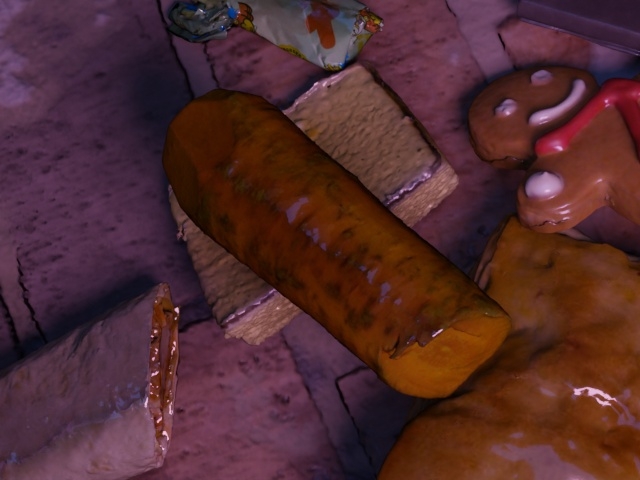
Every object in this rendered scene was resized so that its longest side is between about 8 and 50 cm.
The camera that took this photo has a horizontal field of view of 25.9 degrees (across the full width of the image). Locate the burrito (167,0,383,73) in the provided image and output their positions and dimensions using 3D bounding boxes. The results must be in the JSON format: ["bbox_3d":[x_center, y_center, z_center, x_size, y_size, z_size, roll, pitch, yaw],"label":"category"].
[{"bbox_3d":[-0.082,-0.222,1.292,0.288,0.054,0.104,28,86,15],"label":"burrito"}]

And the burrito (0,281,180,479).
[{"bbox_3d":[-0.238,0.161,1.207,0.299,0.105,0.143,-27,69,6],"label":"burrito"}]

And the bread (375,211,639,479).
[{"bbox_3d":[0.200,0.180,1.068,0.314,0.191,0.370,25,82,17],"label":"bread"}]

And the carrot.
[{"bbox_3d":[0.000,0.000,1.051,0.302,0.114,0.114,42,88,24],"label":"carrot"}]

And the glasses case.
[{"bbox_3d":[0.271,-0.194,1.209,0.191,0.042,0.072,19,52,15],"label":"glasses case"}]

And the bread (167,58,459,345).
[{"bbox_3d":[-0.025,-0.049,1.192,0.240,0.135,0.178,-37,75,3],"label":"bread"}]

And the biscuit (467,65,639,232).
[{"bbox_3d":[0.248,-0.079,1.109,0.216,0.047,0.340,-35,40,-20],"label":"biscuit"}]
